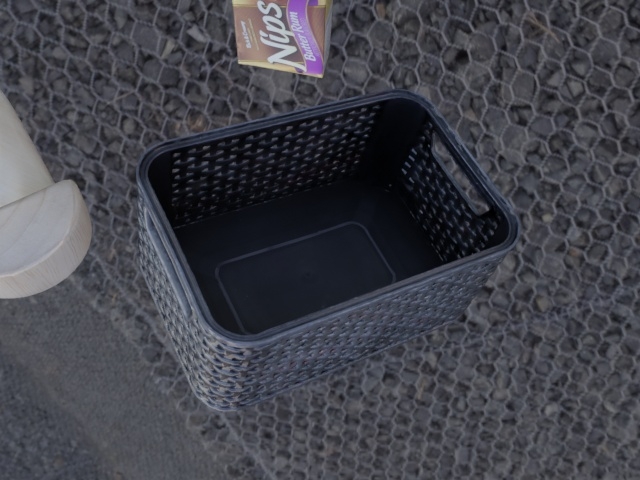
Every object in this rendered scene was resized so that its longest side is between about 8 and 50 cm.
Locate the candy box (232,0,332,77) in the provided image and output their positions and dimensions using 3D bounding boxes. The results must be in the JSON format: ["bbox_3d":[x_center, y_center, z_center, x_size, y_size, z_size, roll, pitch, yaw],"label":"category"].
[{"bbox_3d":[-0.042,-0.274,0.775,0.109,0.053,0.186,11,147,4],"label":"candy box"}]

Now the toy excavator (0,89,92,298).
[{"bbox_3d":[-0.446,-0.158,0.626,0.445,0.432,0.222,-3,161,-10],"label":"toy excavator"}]

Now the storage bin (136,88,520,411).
[{"bbox_3d":[0.000,0.000,0.383,0.180,0.122,0.084,-17,151,-25],"label":"storage bin"}]
